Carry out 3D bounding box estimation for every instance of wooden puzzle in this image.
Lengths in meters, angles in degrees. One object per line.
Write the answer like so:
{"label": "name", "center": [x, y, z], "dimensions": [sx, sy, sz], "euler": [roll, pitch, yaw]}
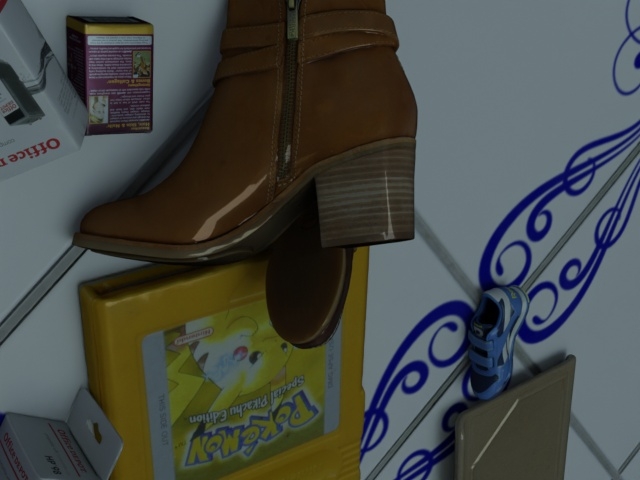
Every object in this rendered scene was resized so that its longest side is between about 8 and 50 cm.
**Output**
{"label": "wooden puzzle", "center": [0.254, 0.282, 1.141], "dimensions": [0.239, 0.044, 0.221], "euler": [-21, 121, -33]}

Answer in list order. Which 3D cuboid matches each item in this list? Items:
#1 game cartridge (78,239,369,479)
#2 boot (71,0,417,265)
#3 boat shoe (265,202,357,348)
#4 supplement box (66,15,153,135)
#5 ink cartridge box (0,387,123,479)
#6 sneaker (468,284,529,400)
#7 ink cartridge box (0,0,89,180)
{"label": "game cartridge", "center": [-0.077, 0.157, 0.828], "dimensions": [0.285, 0.053, 0.323], "euler": [-15, 118, -30]}
{"label": "boot", "center": [-0.067, -0.095, 0.670], "dimensions": [0.109, 0.283, 0.220], "euler": [8, 75, -73]}
{"label": "boat shoe", "center": [0.000, 0.000, 0.742], "dimensions": [0.073, 0.073, 0.207], "euler": [48, 41, -54]}
{"label": "supplement box", "center": [-0.159, -0.125, 0.641], "dimensions": [0.055, 0.043, 0.083], "euler": [-8, 114, -33]}
{"label": "ink cartridge box", "center": [-0.240, 0.216, 0.700], "dimensions": [0.060, 0.104, 0.180], "euler": [21, 97, -39]}
{"label": "sneaker", "center": [0.201, 0.121, 1.018], "dimensions": [0.059, 0.053, 0.144], "euler": [7, 98, -39]}
{"label": "ink cartridge box", "center": [-0.231, -0.108, 0.563], "dimensions": [0.099, 0.056, 0.135], "euler": [-21, 126, 6]}
